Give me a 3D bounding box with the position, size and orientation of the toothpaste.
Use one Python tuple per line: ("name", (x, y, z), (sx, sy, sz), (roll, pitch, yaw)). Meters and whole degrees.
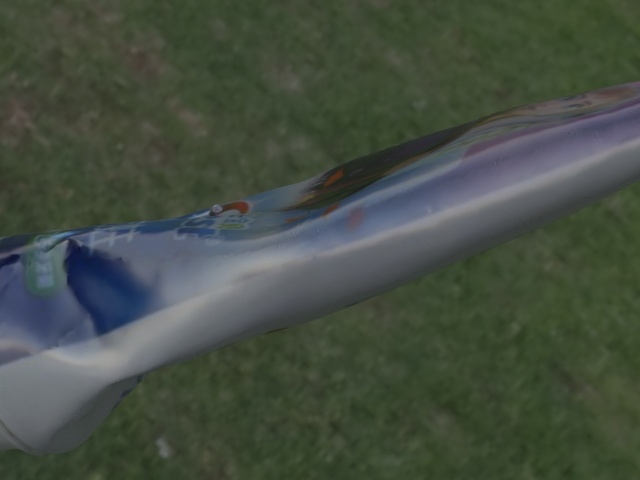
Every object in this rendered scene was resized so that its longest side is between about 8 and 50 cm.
("toothpaste", (0.000, 0.000, 0.455), (0.096, 0.266, 0.061), (-43, 112, -80))
